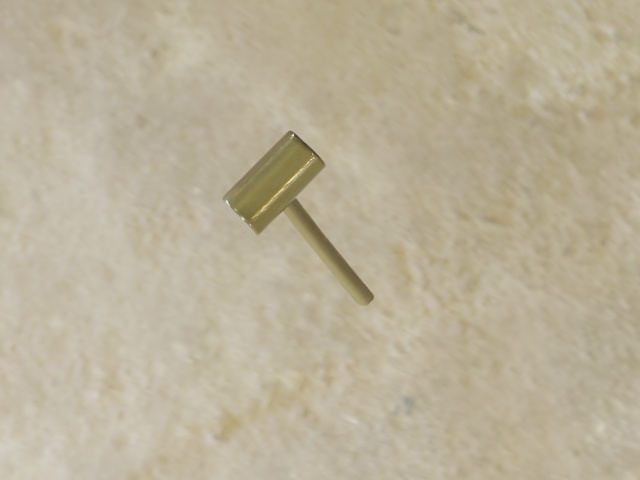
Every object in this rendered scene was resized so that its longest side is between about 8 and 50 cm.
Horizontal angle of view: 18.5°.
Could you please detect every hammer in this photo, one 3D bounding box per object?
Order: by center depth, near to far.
[{"bbox_3d":[0.000,0.000,0.735,0.035,0.110,0.019,-46,55,-5],"label":"hammer"}]
